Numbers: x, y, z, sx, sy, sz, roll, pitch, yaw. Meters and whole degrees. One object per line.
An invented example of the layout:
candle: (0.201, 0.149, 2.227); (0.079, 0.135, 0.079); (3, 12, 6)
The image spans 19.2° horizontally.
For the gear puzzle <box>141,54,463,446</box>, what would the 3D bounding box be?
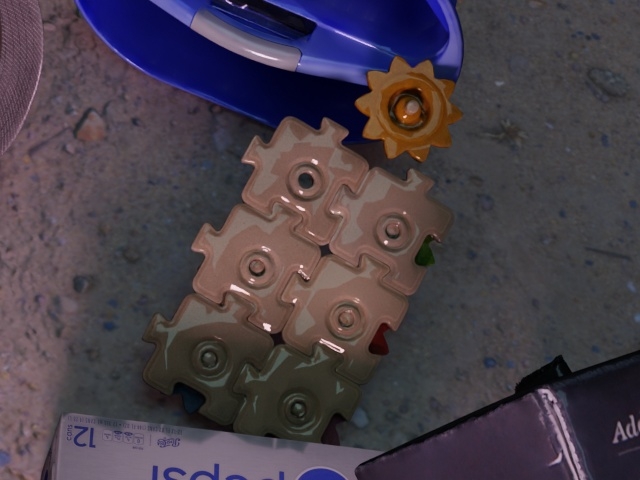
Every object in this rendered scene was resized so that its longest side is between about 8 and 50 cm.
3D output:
gear puzzle: (0.000, 0.000, 1.478); (0.175, 0.044, 0.339); (30, 78, -7)

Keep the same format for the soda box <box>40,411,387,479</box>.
soda box: (-0.057, 0.201, 1.363); (0.286, 0.098, 0.091); (9, 54, -13)

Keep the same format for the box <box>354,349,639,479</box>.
box: (0.351, 0.278, 1.262); (0.480, 0.297, 0.472); (-15, 82, -27)

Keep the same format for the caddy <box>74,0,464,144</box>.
caddy: (-0.040, -0.213, 1.557); (0.341, 0.241, 0.179); (22, 49, -3)

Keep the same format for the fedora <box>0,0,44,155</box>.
fedora: (-0.319, -0.183, 1.485); (0.275, 0.244, 0.124); (23, 24, 8)

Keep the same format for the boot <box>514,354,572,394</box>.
boot: (0.205, 0.136, 1.484); (0.045, 0.121, 0.099); (-18, 71, -30)
